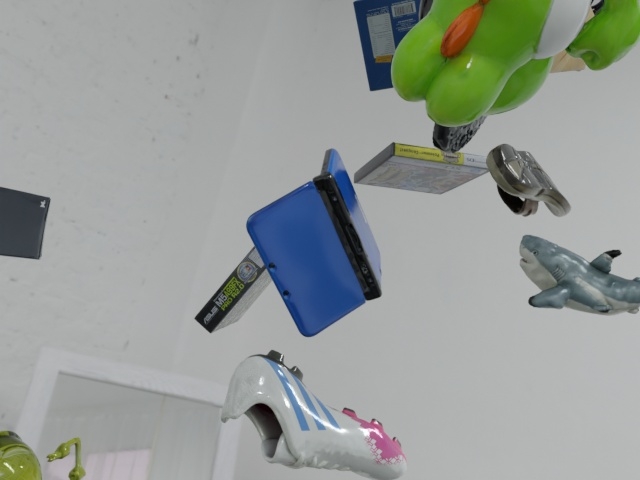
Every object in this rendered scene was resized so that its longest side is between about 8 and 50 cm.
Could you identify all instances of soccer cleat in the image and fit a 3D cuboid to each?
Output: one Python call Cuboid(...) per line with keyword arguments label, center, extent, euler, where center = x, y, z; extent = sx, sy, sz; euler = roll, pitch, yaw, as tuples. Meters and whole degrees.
Cuboid(label="soccer cleat", center=(-0.013, 0.314, 0.948), extent=(0.331, 0.143, 0.116), euler=(37, -45, -10))

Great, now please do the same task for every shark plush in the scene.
Cuboid(label="shark plush", center=(0.269, 0.038, 0.578), extent=(0.161, 0.067, 0.073), euler=(13, 12, 43))

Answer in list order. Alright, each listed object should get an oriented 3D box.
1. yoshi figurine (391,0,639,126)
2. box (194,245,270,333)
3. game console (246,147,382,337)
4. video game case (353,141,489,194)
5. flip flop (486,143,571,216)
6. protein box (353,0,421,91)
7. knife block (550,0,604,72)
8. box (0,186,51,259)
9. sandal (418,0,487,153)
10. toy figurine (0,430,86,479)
Cuboid(label="yoshi figurine", center=(0.194, -0.241, 0.487), extent=(0.203, 0.362, 0.203), euler=(35, 9, -42))
Cuboid(label="box", center=(-0.181, 0.105, 1.540), extent=(0.060, 0.270, 0.216), euler=(41, 8, 7))
Cuboid(label="game console", center=(0.000, 0.000, 1.236), extent=(0.174, 0.250, 0.293), euler=(-17, -65, 14))
Cuboid(label="video game case", center=(0.240, -0.167, 1.468), extent=(0.249, 0.035, 0.275), euler=(6, -10, -14))
Cuboid(label="flip flop", center=(0.321, -0.083, 0.968), extent=(0.080, 0.112, 0.277), euler=(-41, -25, 28))
Cuboid(label="protein box", center=(0.201, -0.467, 1.379), extent=(0.200, 0.201, 0.136), euler=(-5, 23, 19))
Cuboid(label="knife block", center=(0.539, -0.503, 1.352), extent=(0.276, 0.241, 0.088), euler=(-14, 27, -31))
Cuboid(label="box", center=(-0.547, -0.040, 0.830), extent=(0.185, 0.103, 0.261), euler=(2, -7, 32))
Cuboid(label="sandal", center=(0.196, -0.323, 0.712), extent=(0.107, 0.445, 0.168), euler=(27, 34, 28))
Cuboid(label="toy figurine", center=(-0.291, 0.412, 0.690), extent=(0.217, 0.362, 0.191), euler=(-5, -16, 30))
